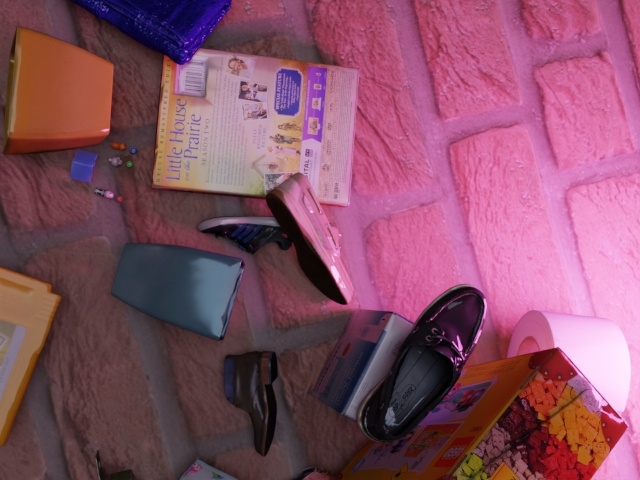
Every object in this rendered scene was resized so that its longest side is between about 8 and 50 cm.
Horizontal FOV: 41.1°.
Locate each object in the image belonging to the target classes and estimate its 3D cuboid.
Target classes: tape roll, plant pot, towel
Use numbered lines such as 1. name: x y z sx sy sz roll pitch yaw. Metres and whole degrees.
1. tape roll: 0.518 0.276 1.813 0.169 0.246 0.246 8 85 -10
2. plant pot: -0.289 0.092 1.720 0.234 0.165 0.165 15 83 -1
3. towel: -0.352 -0.521 1.755 0.308 0.076 0.227 31 69 0
4. plant pot: -0.517 -0.278 1.686 0.187 0.212 0.212 5 85 -23

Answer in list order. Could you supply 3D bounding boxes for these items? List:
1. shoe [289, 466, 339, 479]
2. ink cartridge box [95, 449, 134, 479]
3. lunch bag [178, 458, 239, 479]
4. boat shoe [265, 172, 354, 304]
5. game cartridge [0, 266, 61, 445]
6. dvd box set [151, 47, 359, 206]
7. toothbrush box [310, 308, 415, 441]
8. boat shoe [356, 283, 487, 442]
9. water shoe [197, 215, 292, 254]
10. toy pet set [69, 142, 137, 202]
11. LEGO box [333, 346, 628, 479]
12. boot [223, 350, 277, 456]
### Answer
1. shoe: 0.018 0.507 1.793 0.178 0.063 0.081 -25 95 -8
2. ink cartridge box: -0.394 0.518 1.691 0.062 0.109 0.209 -12 88 -11
3. lunch bag: -0.211 0.587 1.669 0.262 0.160 0.223 44 54 -8
4. boat shoe: 0.000 0.000 1.785 0.098 0.109 0.302 -41 112 -26
5. game cartridge: -0.681 0.196 1.622 0.285 0.053 0.323 21 85 -16
6. dvd box set: -0.136 -0.239 1.818 0.421 0.062 0.307 4 85 -11
7. toothbrush box: 0.108 0.258 1.710 0.126 0.295 0.216 29 82 -8
8. boat shoe: 0.197 0.219 1.521 0.127 0.113 0.340 46 79 -6
9. water shoe: -0.156 -0.010 1.792 0.203 0.073 0.080 -1 89 -10
10. toy pet set: -0.447 -0.152 1.751 0.114 0.065 0.122 14 83 -9
11. LEGO box: 0.260 0.418 1.590 0.193 0.500 0.372 48 66 -3
12. boot: -0.149 0.337 1.782 0.106 0.082 0.219 2 90 11
